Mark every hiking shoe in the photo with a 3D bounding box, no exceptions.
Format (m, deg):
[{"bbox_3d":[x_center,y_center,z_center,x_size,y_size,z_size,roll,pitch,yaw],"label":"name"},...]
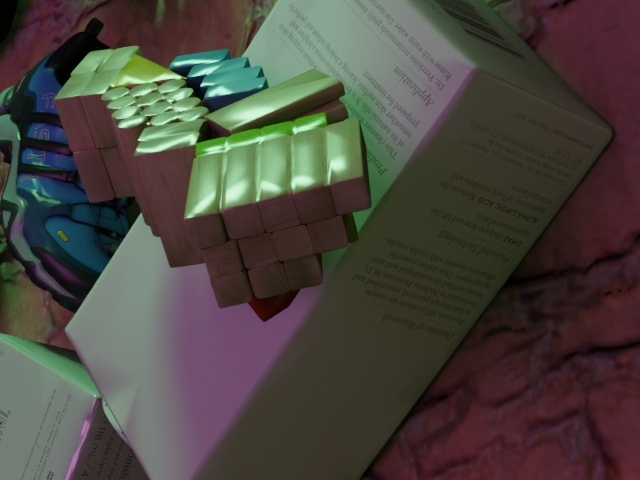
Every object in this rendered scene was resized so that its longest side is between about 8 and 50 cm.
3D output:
[{"bbox_3d":[-0.214,-0.064,1.478,0.132,0.113,0.304,-47,47,26],"label":"hiking shoe"}]

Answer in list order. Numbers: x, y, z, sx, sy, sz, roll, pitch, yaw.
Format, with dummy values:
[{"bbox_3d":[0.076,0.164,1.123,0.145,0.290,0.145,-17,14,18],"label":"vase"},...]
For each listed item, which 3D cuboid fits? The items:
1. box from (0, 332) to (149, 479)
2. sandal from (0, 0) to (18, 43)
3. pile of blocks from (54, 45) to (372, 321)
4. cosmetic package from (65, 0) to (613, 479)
[{"bbox_3d":[-0.214,0.193,1.384,0.182,0.119,0.181,22,93,48],"label":"box"},{"bbox_3d":[-0.358,-0.405,1.666,0.167,0.107,0.446,13,104,30],"label":"sandal"},{"bbox_3d":[-0.059,-0.040,1.100,0.362,0.149,0.112,38,148,57],"label":"pile of blocks"},{"bbox_3d":[0.000,0.000,1.199,0.385,0.156,0.217,-55,44,20],"label":"cosmetic package"}]
